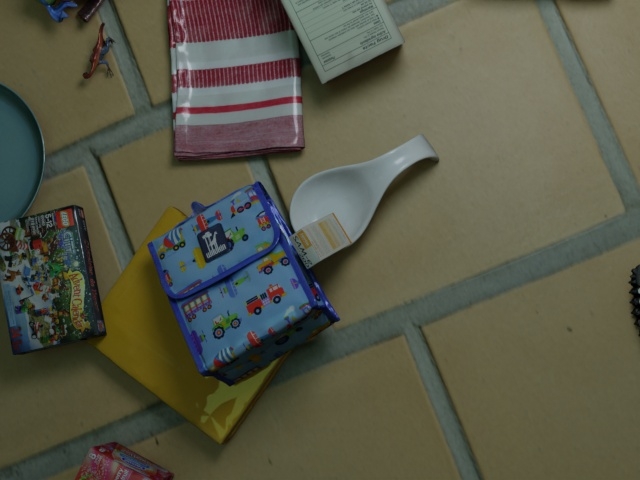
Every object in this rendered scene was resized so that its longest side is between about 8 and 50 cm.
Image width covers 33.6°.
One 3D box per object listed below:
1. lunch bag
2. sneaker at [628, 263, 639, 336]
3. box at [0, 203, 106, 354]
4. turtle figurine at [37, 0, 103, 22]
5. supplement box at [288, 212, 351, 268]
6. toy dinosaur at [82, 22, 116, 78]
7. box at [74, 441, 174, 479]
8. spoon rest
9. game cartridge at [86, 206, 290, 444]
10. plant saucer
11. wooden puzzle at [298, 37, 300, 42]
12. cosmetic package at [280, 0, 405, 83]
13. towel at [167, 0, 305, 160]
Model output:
[{"bbox_3d":[-0.140,0.055,1.758,0.221,0.138,0.293,-32,67,7],"label":"lunch bag"},{"bbox_3d":[0.565,0.145,1.693,0.106,0.078,0.234,-15,86,5],"label":"sneaker"},{"bbox_3d":[-0.473,0.069,1.843,0.159,0.044,0.233,-14,82,8],"label":"box"},{"bbox_3d":[-0.414,-0.545,1.864,0.266,0.198,0.275,-18,85,3],"label":"turtle figurine"},{"bbox_3d":[0.000,0.000,1.736,0.036,0.098,0.062,-33,86,37],"label":"supplement box"},{"bbox_3d":[-0.407,-0.333,1.907,0.047,0.090,0.082,9,53,25],"label":"toy dinosaur"},{"bbox_3d":[-0.371,0.484,1.784,0.128,0.122,0.257,26,89,12],"label":"box"},{"bbox_3d":[0.071,-0.089,1.792,0.276,0.084,0.137,-35,80,3],"label":"spoon rest"},{"bbox_3d":[-0.212,0.144,1.836,0.323,0.052,0.285,36,91,13],"label":"game cartridge"},{"bbox_3d":[-0.646,-0.142,1.937,0.317,0.044,0.318,-1,84,9],"label":"plant saucer"},{"bbox_3d":[-0.052,-0.369,1.881,0.083,0.006,0.049,-45,79,2],"label":"wooden puzzle"},{"bbox_3d":[0.005,-0.436,1.781,0.160,0.113,0.309,-25,99,7],"label":"cosmetic package"},{"bbox_3d":[-0.152,-0.310,1.872,0.237,0.037,0.329,-5,83,10],"label":"towel"}]
